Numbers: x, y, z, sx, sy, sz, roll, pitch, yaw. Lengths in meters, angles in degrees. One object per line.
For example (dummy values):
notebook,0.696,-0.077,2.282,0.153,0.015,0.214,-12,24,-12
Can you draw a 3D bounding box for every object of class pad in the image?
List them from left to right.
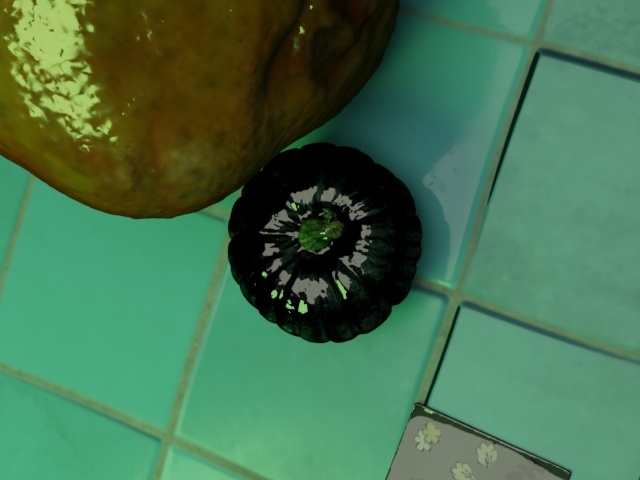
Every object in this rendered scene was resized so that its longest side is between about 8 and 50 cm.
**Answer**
pad,0.121,0.302,1.152,0.170,0.006,0.246,23,96,20

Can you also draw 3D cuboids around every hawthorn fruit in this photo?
hawthorn fruit,-0.132,-0.257,1.021,0.471,0.472,0.472,-1,88,20

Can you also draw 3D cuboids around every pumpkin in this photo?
pumpkin,0.002,0.002,1.137,0.194,0.150,0.194,-13,69,35

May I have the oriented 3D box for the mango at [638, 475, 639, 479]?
mango,0.354,0.173,1.035,0.122,0.085,0.191,14,101,7
